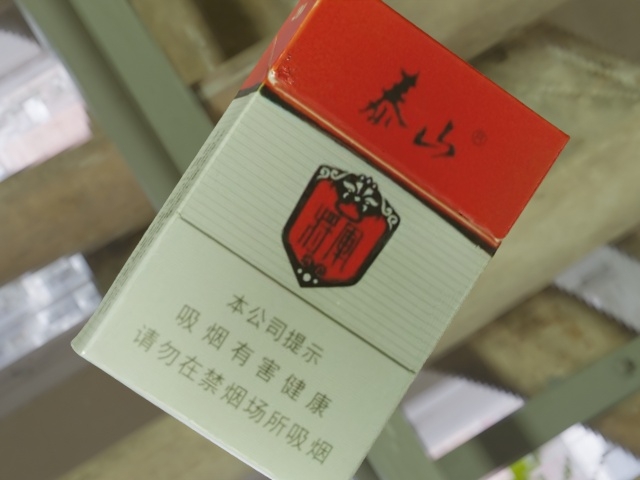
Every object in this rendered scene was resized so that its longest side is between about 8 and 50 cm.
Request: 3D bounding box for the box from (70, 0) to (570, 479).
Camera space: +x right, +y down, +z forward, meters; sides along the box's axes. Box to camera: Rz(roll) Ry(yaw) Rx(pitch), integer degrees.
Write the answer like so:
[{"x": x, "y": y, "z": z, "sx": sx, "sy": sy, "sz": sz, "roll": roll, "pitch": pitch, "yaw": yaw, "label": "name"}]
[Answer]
[{"x": 0.000, "y": 0.000, "z": 0.561, "sx": 0.100, "sy": 0.152, "sz": 0.048, "roll": 35, "pitch": 176, "yaw": -15, "label": "box"}]
